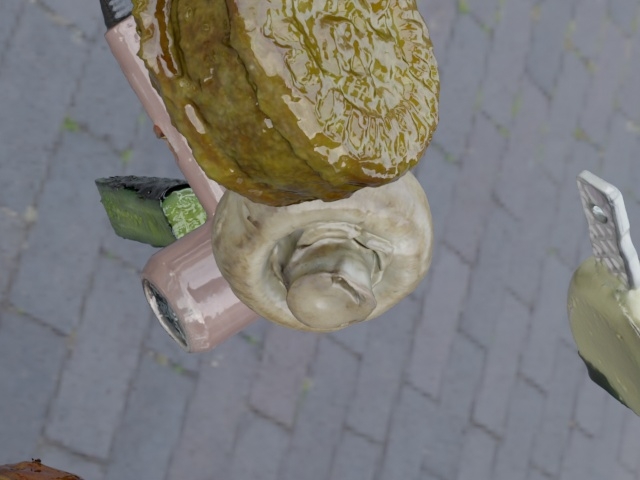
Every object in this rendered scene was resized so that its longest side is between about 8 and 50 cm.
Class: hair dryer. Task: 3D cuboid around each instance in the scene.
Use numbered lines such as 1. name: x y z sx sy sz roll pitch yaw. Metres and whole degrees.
1. hair dryer: -0.128 -0.083 1.467 0.189 0.107 0.344 -32 95 -18

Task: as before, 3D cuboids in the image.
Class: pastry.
1. pastry: -0.015 -0.113 0.956 0.188 0.103 0.189 25 56 -42

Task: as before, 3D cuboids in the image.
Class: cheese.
1. cheese: 0.212 0.038 1.114 0.054 0.127 0.251 -40 141 -13

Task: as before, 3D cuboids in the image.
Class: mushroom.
1. mushroom: 0.000 0.000 1.172 0.127 0.166 0.166 -86 157 -49

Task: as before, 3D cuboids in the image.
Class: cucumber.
1. cucumber: -0.177 -0.038 1.730 0.062 0.211 0.078 -28 108 -21

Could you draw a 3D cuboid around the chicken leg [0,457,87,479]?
1. chicken leg: -0.278 0.198 1.194 0.093 0.304 0.113 89 23 -43
